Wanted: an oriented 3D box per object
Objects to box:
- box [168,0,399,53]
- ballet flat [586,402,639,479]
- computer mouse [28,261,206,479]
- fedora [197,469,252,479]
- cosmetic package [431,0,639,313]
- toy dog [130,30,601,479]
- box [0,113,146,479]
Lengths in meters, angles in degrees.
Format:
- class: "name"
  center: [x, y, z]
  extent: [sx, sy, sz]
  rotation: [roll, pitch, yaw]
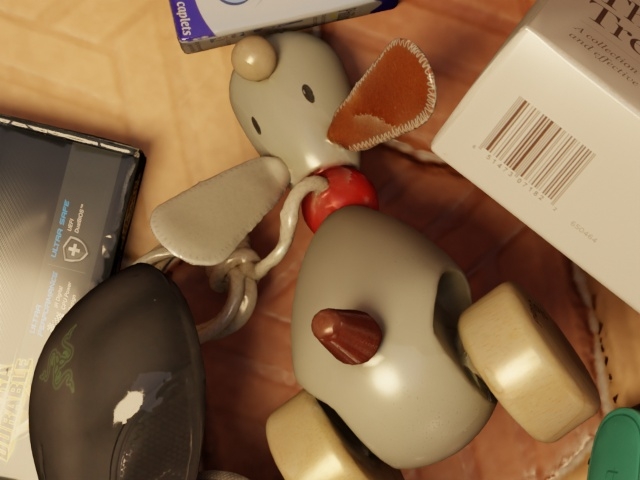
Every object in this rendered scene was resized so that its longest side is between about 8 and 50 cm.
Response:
- class: "box"
  center: [-0.031, -0.189, 1.116]
  extent: [0.137, 0.072, 0.126]
  rotation: [-13, 90, -1]
- class: "ballet flat"
  center: [0.195, 0.266, 1.103]
  extent: [0.124, 0.116, 0.342]
  rotation: [15, 85, -19]
- class: "computer mouse"
  center: [-0.117, 0.146, 1.014]
  extent: [0.072, 0.188, 0.272]
  rotation: [-6, 111, -27]
- class: "fedora"
  center: [-0.011, 0.246, 1.046]
  extent: [0.124, 0.275, 0.244]
  rotation: [-5, 66, -28]
- class: "cosmetic package"
  center: [0.271, -0.023, 1.013]
  extent: [0.377, 0.284, 0.097]
  rotation: [38, 123, 0]
- class: "toy dog"
  center: [0.000, 0.000, 0.992]
  extent: [0.220, 0.161, 0.333]
  rotation: [-48, 50, -3]
- class: "box"
  center: [-0.215, 0.030, 1.122]
  extent: [0.175, 0.051, 0.220]
  rotation: [15, 89, 0]
